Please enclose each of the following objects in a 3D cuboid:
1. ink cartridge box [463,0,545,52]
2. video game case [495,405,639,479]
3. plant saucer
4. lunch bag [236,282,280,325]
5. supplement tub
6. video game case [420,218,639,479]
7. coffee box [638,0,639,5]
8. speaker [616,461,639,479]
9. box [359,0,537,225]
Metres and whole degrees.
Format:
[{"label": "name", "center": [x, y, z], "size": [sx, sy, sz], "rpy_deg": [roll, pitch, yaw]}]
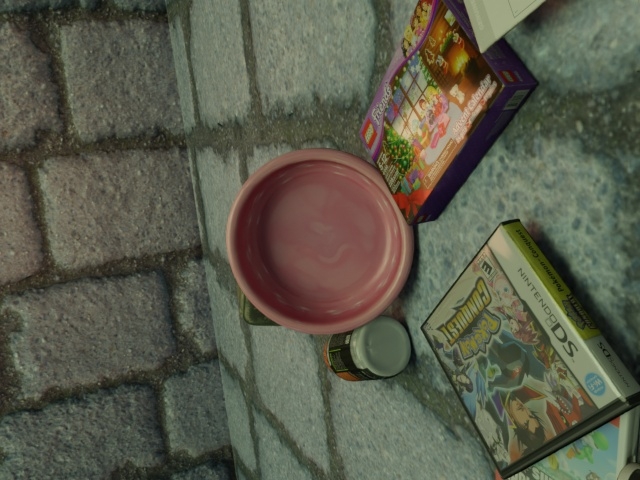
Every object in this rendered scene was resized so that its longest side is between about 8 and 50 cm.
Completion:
[{"label": "ink cartridge box", "center": [0.226, -0.392, 0.569], "size": [0.261, 0.066, 0.297], "rpy_deg": [-33, 70, 64]}, {"label": "video game case", "center": [0.311, 0.288, 0.735], "size": [0.204, 0.025, 0.285], "rpy_deg": [25, 122, 61]}, {"label": "plant saucer", "center": [0.000, 0.000, 1.001], "size": [0.084, 0.331, 0.332], "rpy_deg": [-55, -41, -76]}, {"label": "lunch bag", "center": [-0.078, -0.001, 1.229], "size": [0.256, 0.212, 0.305], "rpy_deg": [-113, 26, -58]}, {"label": "supplement tub", "center": [0.083, 0.213, 1.084], "size": [0.190, 0.116, 0.117], "rpy_deg": [-34, 70, 64]}, {"label": "video game case", "center": [0.249, 0.152, 0.735], "size": [0.248, 0.035, 0.275], "rpy_deg": [64, 151, 30]}, {"label": "coffee box", "center": [0.346, -0.203, 0.351], "size": [0.246, 0.098, 0.141], "rpy_deg": [-30, 74, 65]}, {"label": "speaker", "center": [0.373, 0.268, 0.556], "size": [0.136, 0.055, 0.055], "rpy_deg": [-9, 93, 66]}, {"label": "box", "center": [0.161, -0.185, 0.809], "size": [0.201, 0.057, 0.293], "rpy_deg": [66, 153, 26]}]
